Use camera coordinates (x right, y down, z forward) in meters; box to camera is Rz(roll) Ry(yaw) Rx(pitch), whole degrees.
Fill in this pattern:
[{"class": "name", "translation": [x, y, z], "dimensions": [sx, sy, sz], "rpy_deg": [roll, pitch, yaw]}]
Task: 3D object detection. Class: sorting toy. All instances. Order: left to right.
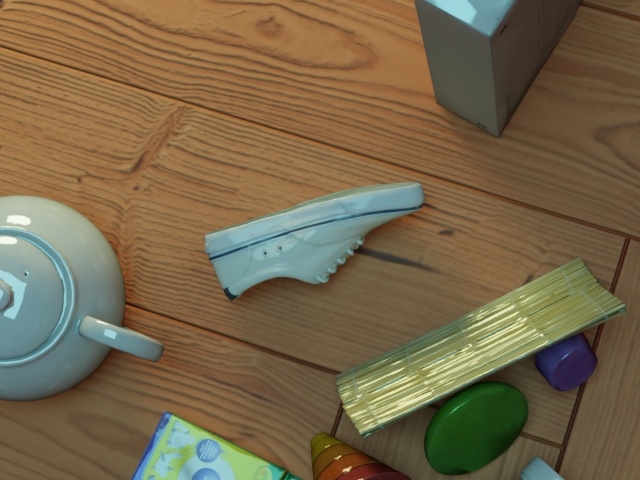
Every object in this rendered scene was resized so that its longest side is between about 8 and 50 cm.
[{"class": "sorting toy", "translation": [0.125, 0.188, 1.699], "dimensions": [0.365, 0.127, 0.126], "rpy_deg": [-35, 48, -3]}]

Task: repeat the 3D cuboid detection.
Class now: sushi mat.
[{"class": "sushi mat", "translation": [0.168, 0.115, 1.676], "dimensions": [0.316, 0.151, 0.019], "rpy_deg": [-26, 113, 2]}]

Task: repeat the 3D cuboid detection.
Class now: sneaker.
[{"class": "sneaker", "translation": [0.000, 0.000, 1.748], "dimensions": [0.258, 0.094, 0.091], "rpy_deg": [-16, 96, 8]}]

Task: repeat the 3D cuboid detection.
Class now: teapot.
[{"class": "teapot", "translation": [-0.335, 0.065, 1.702], "dimensions": [0.256, 0.187, 0.253], "rpy_deg": [-24, 88, -3]}]

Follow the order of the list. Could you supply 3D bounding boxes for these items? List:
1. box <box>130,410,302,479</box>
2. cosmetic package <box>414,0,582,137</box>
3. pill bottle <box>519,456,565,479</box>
[{"class": "box", "translation": [-0.116, 0.277, 1.726], "dimensions": [0.179, 0.043, 0.105], "rpy_deg": [24, 84, 9]}, {"class": "cosmetic package", "translation": [0.219, -0.291, 1.616], "dimensions": [0.097, 0.377, 0.284], "rpy_deg": [29, 84, 12]}, {"class": "pill bottle", "translation": [0.200, 0.324, 1.644], "dimensions": [0.108, 0.108, 0.180], "rpy_deg": [43, 88, 12]}]
